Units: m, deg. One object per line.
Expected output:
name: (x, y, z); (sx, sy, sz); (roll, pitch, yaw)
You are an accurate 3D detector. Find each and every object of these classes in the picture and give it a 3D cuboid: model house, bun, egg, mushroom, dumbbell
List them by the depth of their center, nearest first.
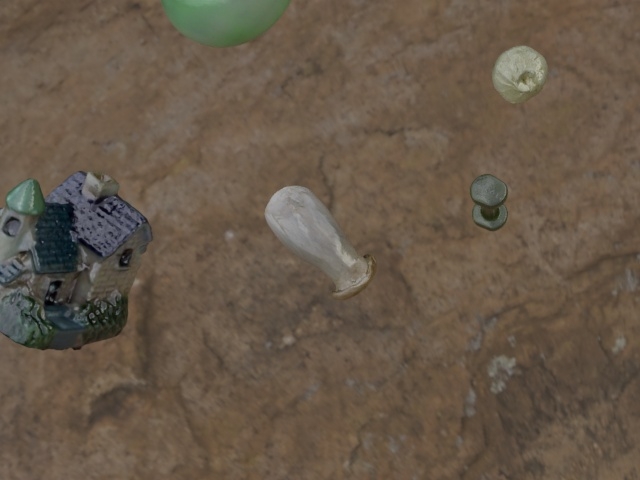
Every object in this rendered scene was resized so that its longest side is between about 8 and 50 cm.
dumbbell: (0.233, -0.051, 1.495); (0.052, 0.118, 0.046); (29, 80, 16)
bun: (0.295, -0.243, 1.586); (0.086, 0.086, 0.055); (-38, 19, -2)
mushroom: (0.000, 0.001, 1.755); (0.212, 0.088, 0.097); (41, 42, 4)
egg: (-0.151, -0.446, 1.817); (0.269, 0.220, 0.220); (-37, 49, 39)
model house: (-0.463, 0.014, 1.937); (0.243, 0.298, 0.284); (30, 104, 23)
